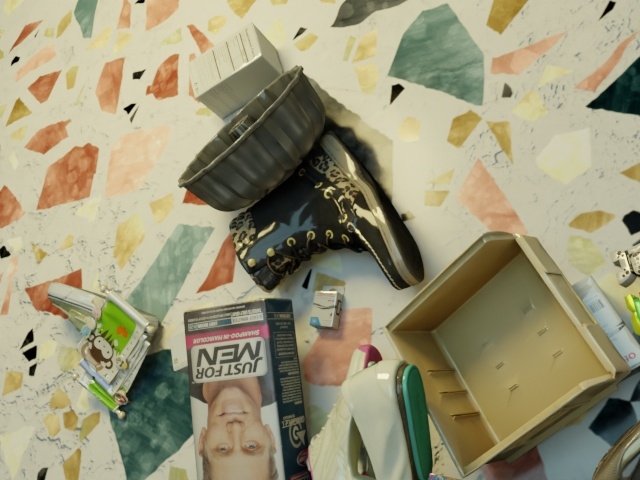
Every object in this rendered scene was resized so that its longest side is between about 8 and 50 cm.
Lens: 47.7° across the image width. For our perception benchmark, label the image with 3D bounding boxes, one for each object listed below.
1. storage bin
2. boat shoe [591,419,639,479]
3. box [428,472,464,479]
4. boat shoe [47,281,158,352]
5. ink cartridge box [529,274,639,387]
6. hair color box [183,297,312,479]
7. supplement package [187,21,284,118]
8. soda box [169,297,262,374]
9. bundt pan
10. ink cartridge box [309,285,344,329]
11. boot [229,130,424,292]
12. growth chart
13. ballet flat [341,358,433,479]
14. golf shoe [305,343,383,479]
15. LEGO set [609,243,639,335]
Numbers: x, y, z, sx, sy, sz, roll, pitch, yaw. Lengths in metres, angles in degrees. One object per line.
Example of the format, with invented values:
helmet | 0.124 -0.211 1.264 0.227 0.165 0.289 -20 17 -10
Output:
storage bin | 0.267 0.163 1.075 0.260 0.123 0.262 -49 52 31
boat shoe | 0.500 0.236 0.906 0.355 0.132 0.130 -31 63 -15
box | 0.297 0.418 0.907 0.279 0.290 0.177 4 72 29
boat shoe | -0.480 0.164 1.545 0.302 0.109 0.094 15 83 30
ink cartridge box | 0.405 0.147 1.090 0.109 0.063 0.150 -34 59 14
hair color box | -0.126 0.283 1.255 0.173 0.105 0.347 -11 80 23
supplement package | -0.185 -0.371 1.592 0.179 0.105 0.105 -27 60 17
soda box | -0.182 0.188 1.392 0.216 0.069 0.074 -25 61 18
bundt pan | -0.119 -0.181 1.402 0.331 0.124 0.331 -38 18 15
ink cartridge box | 0.012 0.120 1.336 0.048 0.028 0.083 0 71 28
boot | 0.000 0.000 1.325 0.284 0.138 0.377 -37 54 10
growth chart | -0.427 0.224 1.474 0.172 0.021 0.237 29 107 16
ballet flat | 0.116 0.374 1.071 0.139 0.139 0.400 -12 90 24
golf shoe | 0.037 0.322 1.197 0.140 0.115 0.306 -4 68 31
LEGO set | 0.499 0.105 1.023 0.093 0.087 0.227 -36 45 40
